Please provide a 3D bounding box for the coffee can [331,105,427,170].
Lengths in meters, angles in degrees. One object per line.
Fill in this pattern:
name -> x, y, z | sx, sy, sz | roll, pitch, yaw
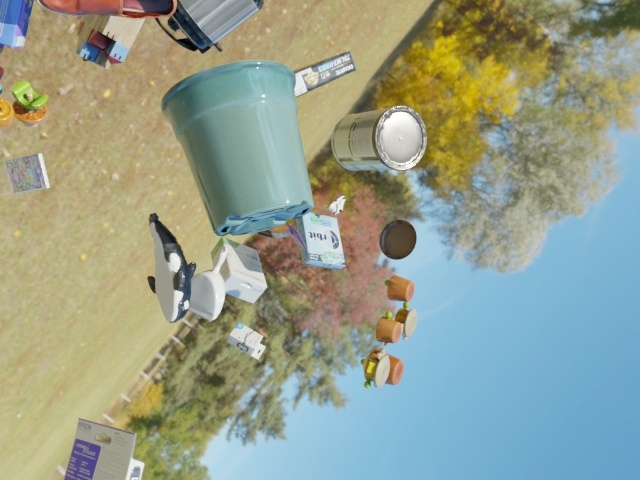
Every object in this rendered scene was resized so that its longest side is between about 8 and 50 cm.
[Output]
coffee can -> 0.188, -0.333, 1.819 | 0.201, 0.201, 0.275 | -51, -154, -14

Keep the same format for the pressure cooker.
pressure cooker -> -0.493, -1.004, 2.235 | 0.420, 0.370, 0.375 | -36, 174, 7

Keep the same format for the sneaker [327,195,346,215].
sneaker -> 0.061, -0.118, 1.866 | 0.040, 0.044, 0.109 | -43, 180, 39

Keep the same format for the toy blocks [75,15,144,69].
toy blocks -> -0.713, -0.695, 1.803 | 0.381, 0.191, 0.261 | 37, -80, 43

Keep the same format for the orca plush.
orca plush -> -0.387, 0.069, 1.451 | 0.151, 0.287, 0.102 | -36, 161, 37

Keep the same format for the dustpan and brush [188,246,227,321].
dustpan and brush -> -0.327, 0.117, 1.619 | 0.060, 0.147, 0.211 | 10, 100, -65

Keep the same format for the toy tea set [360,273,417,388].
toy tea set -> 0.180, 0.261, 1.560 | 0.200, 0.124, 0.336 | 44, 62, -55

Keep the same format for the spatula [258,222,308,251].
spatula -> -0.132, -0.021, 1.699 | 0.030, 0.084, 0.296 | -40, -151, -27

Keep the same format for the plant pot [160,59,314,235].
plant pot -> -0.179, -0.202, 1.330 | 0.341, 0.334, 0.341 | -16, 172, -2

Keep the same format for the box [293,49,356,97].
box -> -0.092, -0.474, 1.654 | 0.293, 0.073, 0.295 | -32, -158, -35

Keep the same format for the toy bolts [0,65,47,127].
toy bolts -> -1.026, -0.431, 1.745 | 0.218, 0.228, 0.158 | -56, -174, -38

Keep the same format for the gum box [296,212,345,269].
gum box -> 0.000, 0.000, 1.849 | 0.041, 0.157, 0.184 | -33, -123, 43

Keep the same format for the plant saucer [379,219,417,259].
plant saucer -> 0.322, -0.001, 2.238 | 0.168, 0.168, 0.029 | -49, 149, 15

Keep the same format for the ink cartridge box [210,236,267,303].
ink cartridge box -> -0.291, 0.103, 1.925 | 0.093, 0.154, 0.212 | -52, -144, 19

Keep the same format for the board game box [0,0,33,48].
board game box -> -0.795, -0.665, 1.281 | 0.078, 0.233, 0.347 | -114, -136, -68

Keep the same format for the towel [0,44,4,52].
towel -> -0.853, -0.522, 1.419 | 0.009, 0.060, 0.083 | -40, -137, 28

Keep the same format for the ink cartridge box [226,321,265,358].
ink cartridge box -> -0.165, 0.228, 1.245 | 0.028, 0.083, 0.048 | -60, 179, 35

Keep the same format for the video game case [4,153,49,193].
video game case -> -0.741, -0.167, 1.379 | 0.122, 0.087, 0.011 | -6, -171, 22

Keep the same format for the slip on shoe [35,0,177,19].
slip on shoe -> -0.499, -0.583, 1.292 | 0.101, 0.331, 0.123 | 48, -45, 46

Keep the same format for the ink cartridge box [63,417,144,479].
ink cartridge box -> -0.459, 0.494, 1.145 | 0.206, 0.045, 0.208 | -1, -107, 34
